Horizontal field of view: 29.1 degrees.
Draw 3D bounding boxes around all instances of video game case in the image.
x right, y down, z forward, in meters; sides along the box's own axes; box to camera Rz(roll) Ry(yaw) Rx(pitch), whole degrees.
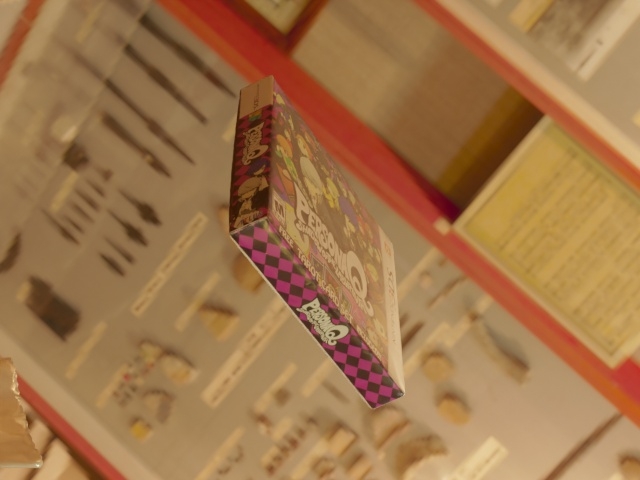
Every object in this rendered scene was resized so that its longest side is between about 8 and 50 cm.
[{"bbox_3d":[0.000,0.000,1.081,0.042,0.232,0.210,-25,-146,18],"label":"video game case"}]

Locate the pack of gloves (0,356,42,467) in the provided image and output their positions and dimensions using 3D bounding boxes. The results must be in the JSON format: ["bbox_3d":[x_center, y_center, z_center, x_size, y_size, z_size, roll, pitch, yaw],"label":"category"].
[{"bbox_3d":[-0.244,0.146,0.715,0.046,0.195,0.232,-37,153,33],"label":"pack of gloves"}]
